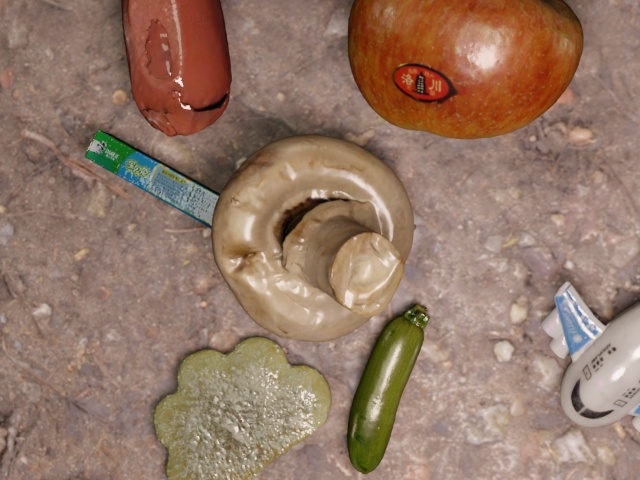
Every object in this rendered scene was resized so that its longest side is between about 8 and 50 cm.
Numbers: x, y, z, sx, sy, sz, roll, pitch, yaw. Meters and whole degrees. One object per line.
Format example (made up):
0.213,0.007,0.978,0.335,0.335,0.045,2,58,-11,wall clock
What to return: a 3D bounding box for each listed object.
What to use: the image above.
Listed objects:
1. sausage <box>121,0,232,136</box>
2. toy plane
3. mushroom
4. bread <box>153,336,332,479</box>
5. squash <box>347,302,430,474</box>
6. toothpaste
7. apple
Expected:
-0.208,-0.286,1.978,0.152,0.152,0.280,-9,88,11,sausage
0.421,0.154,1.853,0.266,0.122,0.267,8,107,25,toy plane
0.000,0.000,1.857,0.292,0.290,0.293,-2,97,-14,mushroom
-0.135,0.252,2.014,0.286,0.056,0.207,-41,84,7,bread
0.089,0.209,1.962,0.069,0.069,0.258,19,93,11,squash
-0.218,-0.078,2.023,0.266,0.065,0.050,29,95,10,toothpaste
0.187,-0.253,1.846,0.309,0.277,0.250,37,112,34,apple
